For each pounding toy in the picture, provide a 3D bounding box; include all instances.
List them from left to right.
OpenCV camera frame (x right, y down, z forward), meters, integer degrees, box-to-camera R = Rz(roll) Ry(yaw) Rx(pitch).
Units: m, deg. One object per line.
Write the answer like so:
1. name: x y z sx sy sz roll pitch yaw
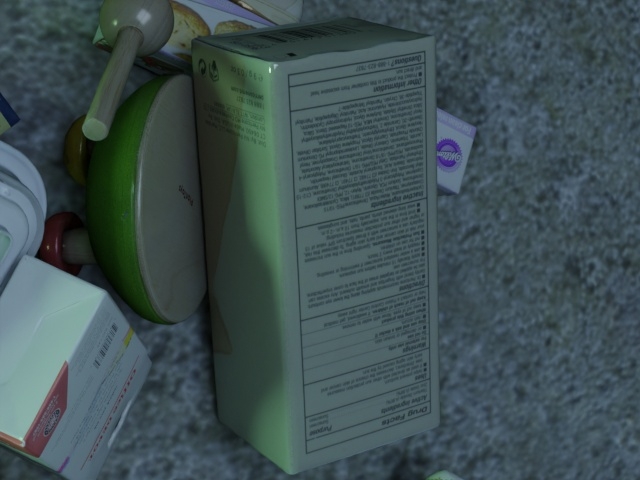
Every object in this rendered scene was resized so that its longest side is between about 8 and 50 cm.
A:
1. pounding toy: -0.154 -0.050 1.003 0.183 0.110 0.236 -75 161 -44

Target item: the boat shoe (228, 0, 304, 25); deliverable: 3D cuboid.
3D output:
1. boat shoe: -0.082 -0.215 1.091 0.170 0.063 0.059 27 72 -35

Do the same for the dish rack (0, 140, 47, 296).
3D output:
1. dish rack: -0.344 0.023 0.847 0.333 0.072 0.285 29 92 -38

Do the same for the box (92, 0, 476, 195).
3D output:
1. box: -0.022 -0.123 1.114 0.324 0.063 0.067 25 76 -26

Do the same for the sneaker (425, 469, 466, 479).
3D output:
1. sneaker: 0.067 0.259 1.077 0.292 0.108 0.169 31 64 -63

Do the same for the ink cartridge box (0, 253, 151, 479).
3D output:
1. ink cartridge box: -0.183 0.100 0.974 0.067 0.198 0.115 23 73 11

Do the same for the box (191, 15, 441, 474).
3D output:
1. box: 0.000 0.000 1.037 0.148 0.121 0.311 -12 111 -31

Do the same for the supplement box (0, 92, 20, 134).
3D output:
1. supplement box: -0.268 -0.078 0.962 0.083 0.083 0.056 -42 109 -25
